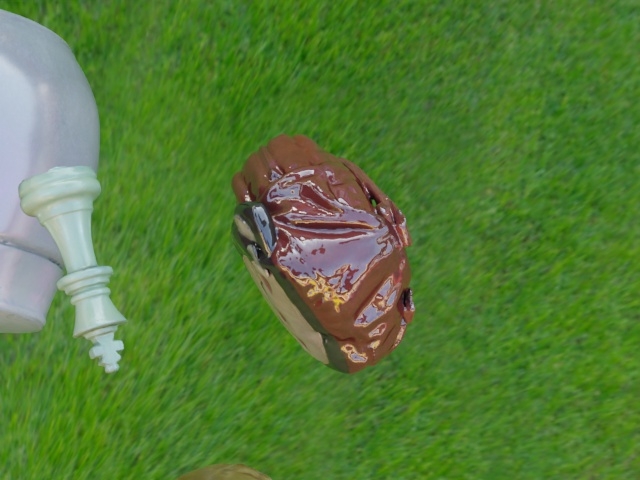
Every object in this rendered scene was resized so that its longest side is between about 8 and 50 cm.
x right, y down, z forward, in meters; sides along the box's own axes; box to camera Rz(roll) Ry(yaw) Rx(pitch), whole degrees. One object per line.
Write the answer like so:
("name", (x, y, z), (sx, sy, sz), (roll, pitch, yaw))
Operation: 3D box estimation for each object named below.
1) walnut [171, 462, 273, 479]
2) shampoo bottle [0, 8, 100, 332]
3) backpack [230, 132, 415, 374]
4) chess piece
("walnut", (-0.073, 0.212, 0.797), (0.155, 0.155, 0.184), (45, 36, 1))
("shampoo bottle", (-0.334, -0.056, 1.171), (0.273, 0.273, 0.266), (9, 80, -11))
("backpack", (-0.002, 0.001, 1.237), (0.139, 0.229, 0.229), (-30, 85, -4))
("chess piece", (-0.168, 0.023, 0.960), (0.059, 0.059, 0.149), (-17, 83, -17))
